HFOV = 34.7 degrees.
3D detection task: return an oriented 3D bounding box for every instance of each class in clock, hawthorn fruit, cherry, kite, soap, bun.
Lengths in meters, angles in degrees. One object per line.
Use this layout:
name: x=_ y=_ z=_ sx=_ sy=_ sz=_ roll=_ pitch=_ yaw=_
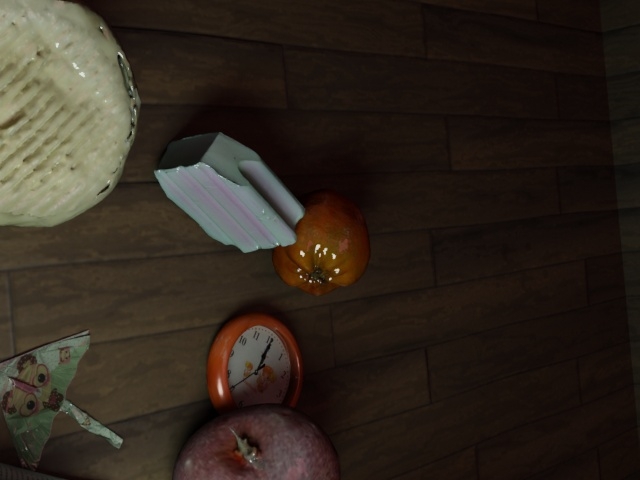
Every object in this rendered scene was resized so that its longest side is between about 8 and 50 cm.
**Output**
clock: x=-0.110 y=0.224 z=1.733 sx=0.205 sy=0.051 sz=0.205 roll=7 pitch=81 yaw=-46
hawthorn fruit: x=0.000 y=0.000 z=1.790 sx=0.189 sy=0.189 sz=0.189 roll=6 pitch=82 yaw=-47
cherry: x=-0.094 y=0.388 z=1.605 sx=0.261 sy=0.221 sz=0.307 roll=-20 pitch=121 yaw=-8
kite: x=-0.373 y=0.235 z=1.477 sx=0.250 sy=0.012 sz=0.229 roll=42 pitch=58 yaw=-38
soap: x=-0.147 y=-0.082 z=1.661 sx=0.230 sy=0.145 sz=0.091 roll=49 pitch=44 yaw=-39
bun: x=-0.415 y=-0.181 z=1.316 sx=0.360 sy=0.211 sz=0.359 roll=-10 pitch=104 yaw=-45

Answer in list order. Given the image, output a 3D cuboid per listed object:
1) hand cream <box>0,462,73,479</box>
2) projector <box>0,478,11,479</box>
hand cream: x=-0.410 y=0.341 z=1.389 sx=0.331 sy=0.058 sz=0.085 roll=33 pitch=63 yaw=-41
projector: x=-0.408 y=0.432 z=1.273 sx=0.256 sy=0.099 sz=0.192 roll=-62 pitch=165 yaw=-14
